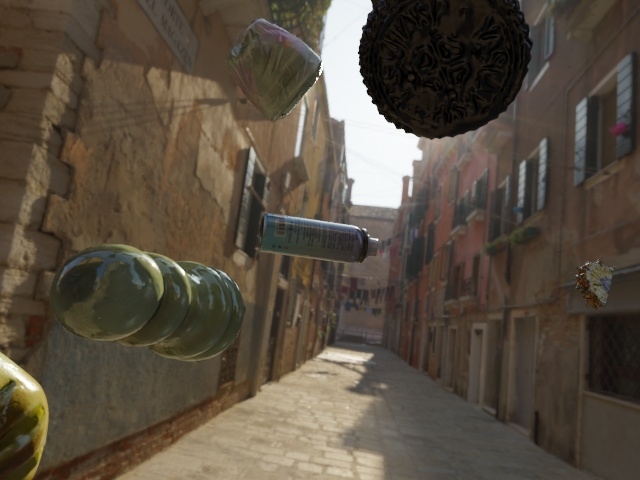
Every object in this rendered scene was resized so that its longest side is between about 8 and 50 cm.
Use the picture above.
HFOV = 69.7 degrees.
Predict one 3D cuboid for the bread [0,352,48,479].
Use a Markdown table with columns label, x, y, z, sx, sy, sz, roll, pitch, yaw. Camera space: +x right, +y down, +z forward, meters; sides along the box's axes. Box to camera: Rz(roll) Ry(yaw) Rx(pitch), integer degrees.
| label | x | y | z | sx | sy | sz | roll | pitch | yaw |
| --- | --- | --- | --- | --- | --- | --- | --- | --- | --- |
| bread | -0.563 | 0.301 | 0.642 | 0.332 | 0.334 | 0.159 | 17 | -2 | -44 |

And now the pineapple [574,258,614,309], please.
| label | x | y | z | sx | sy | sz | roll | pitch | yaw |
| --- | --- | --- | --- | --- | --- | --- | --- | --- | --- |
| pineapple | 0.361 | 0.053 | 0.610 | 0.045 | 0.083 | 0.019 | 34 | -35 | 6 |

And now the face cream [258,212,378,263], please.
| label | x | y | z | sx | sy | sz | roll | pitch | yaw |
| --- | --- | --- | --- | --- | --- | --- | --- | --- | --- |
| face cream | 0.000 | 0.000 | 0.873 | 0.229 | 0.075 | 0.075 | 9 | -10 | -13 |

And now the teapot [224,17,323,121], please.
| label | x | y | z | sx | sy | sz | roll | pitch | yaw |
| --- | --- | --- | --- | --- | --- | --- | --- | --- | --- |
| teapot | -0.089 | -0.377 | 0.947 | 0.178 | 0.222 | 0.163 | 40 | -28 | -16 |

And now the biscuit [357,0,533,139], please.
| label | x | y | z | sx | sy | sz | roll | pitch | yaw |
| --- | --- | --- | --- | --- | --- | --- | --- | --- | --- |
| biscuit | 0.132 | -0.203 | 0.515 | 0.194 | 0.053 | 0.195 | 13 | -47 | 14 |

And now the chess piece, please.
| label | x | y | z | sx | sy | sz | roll | pitch | yaw |
| --- | --- | --- | --- | --- | --- | --- | --- | --- | --- |
| chess piece | -0.188 | 0.066 | 0.515 | 0.133 | 0.133 | 0.243 | 5 | -15 | 13 |
